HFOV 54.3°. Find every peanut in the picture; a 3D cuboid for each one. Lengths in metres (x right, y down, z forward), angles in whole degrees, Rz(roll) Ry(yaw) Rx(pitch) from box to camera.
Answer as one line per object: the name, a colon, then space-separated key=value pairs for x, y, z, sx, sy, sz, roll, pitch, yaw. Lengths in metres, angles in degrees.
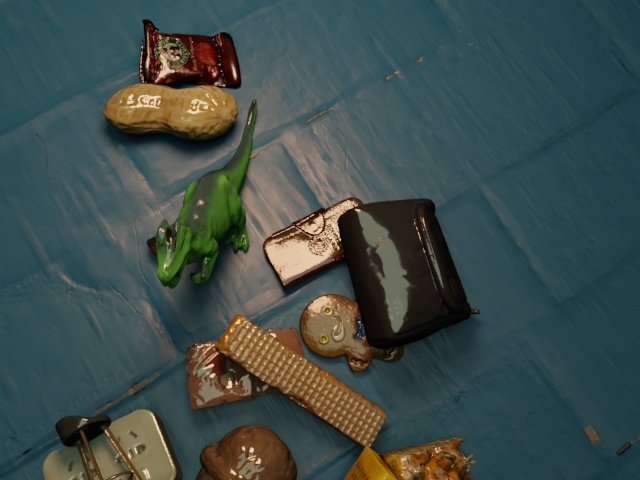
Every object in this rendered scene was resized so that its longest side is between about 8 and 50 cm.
peanut: x=-0.337 y=-0.289 z=1.407 sx=0.298 sy=0.120 sz=0.136 roll=2 pitch=30 yaw=-3

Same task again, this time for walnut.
walnut: x=-0.142 y=0.456 z=1.175 sx=0.224 sy=0.224 sz=0.224 roll=1 pitch=75 yaw=-4

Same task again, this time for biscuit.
biscuit: x=-0.037 y=0.287 z=1.274 sx=0.378 sy=0.054 sz=0.094 roll=35 pitch=76 yaw=-9
biscuit: x=-0.311 y=-0.435 z=1.471 sx=0.235 sy=0.063 sz=0.151 roll=-2 pitch=73 yaw=-28
biscuit: x=0.071 y=0.193 z=1.359 sx=0.236 sy=0.039 sz=0.180 roll=7 pitch=76 yaw=-1

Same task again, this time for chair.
chair: x=-0.393 y=0.409 z=1.140 sx=0.095 sy=0.104 sz=0.221 roll=-18 pitch=60 yaw=-43

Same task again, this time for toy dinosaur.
toy dinosaur: x=-0.228 y=-0.130 z=1.257 sx=0.144 sy=0.374 sz=0.500 roll=7 pitch=77 yaw=6

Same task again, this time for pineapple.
pineapple: x=0.201 y=0.456 z=1.245 sx=0.236 sy=0.186 sz=0.114 roll=17 pitch=60 yaw=-43

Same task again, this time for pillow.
pillow: x=-0.156 y=0.265 z=1.306 sx=0.248 sy=0.049 sz=0.135 roll=-9 pitch=77 yaw=-15

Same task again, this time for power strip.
power strip: x=-0.377 y=0.496 z=1.210 sx=0.229 sy=0.141 sz=0.261 roll=-26 pitch=64 yaw=-12

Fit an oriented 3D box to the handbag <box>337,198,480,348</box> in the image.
handbag: x=0.202 y=0.053 z=1.312 sx=0.275 sy=0.178 sz=0.302 roll=-11 pitch=76 yaw=-20

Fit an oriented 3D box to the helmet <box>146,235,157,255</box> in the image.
helmet: x=-0.333 y=0.010 z=1.365 sx=0.084 sy=0.065 sz=0.049 roll=-25 pitch=117 yaw=-20

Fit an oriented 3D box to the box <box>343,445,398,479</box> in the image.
box: x=0.041 y=0.535 z=1.182 sx=0.043 sy=0.152 sz=0.269 roll=36 pitch=85 yaw=-8

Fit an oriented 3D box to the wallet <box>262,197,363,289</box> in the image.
wallet: x=0.000 y=0.000 z=1.405 sx=0.255 sy=0.031 sz=0.137 roll=-26 pitch=75 yaw=-13
